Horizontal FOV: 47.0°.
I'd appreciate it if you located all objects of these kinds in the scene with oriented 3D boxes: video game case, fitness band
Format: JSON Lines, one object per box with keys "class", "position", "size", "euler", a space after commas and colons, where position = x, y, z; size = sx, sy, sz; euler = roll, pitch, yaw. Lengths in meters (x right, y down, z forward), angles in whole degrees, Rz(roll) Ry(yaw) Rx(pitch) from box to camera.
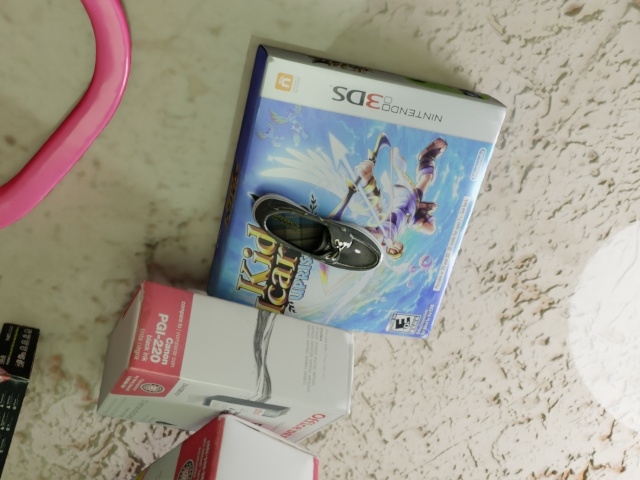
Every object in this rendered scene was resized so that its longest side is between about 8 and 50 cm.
{"class": "video game case", "position": [0.030, -0.037, 0.746], "size": [0.244, 0.061, 0.270], "euler": [8, 112, -16]}
{"class": "fitness band", "position": [-0.295, -0.132, 0.627], "size": [0.209, 0.054, 0.291], "euler": [39, 101, -26]}

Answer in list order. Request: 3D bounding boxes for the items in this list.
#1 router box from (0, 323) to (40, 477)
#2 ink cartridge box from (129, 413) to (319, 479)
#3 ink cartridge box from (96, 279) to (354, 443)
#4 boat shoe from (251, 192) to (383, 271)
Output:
{"class": "router box", "position": [-0.315, 0.158, 0.730], "size": [0.038, 0.092, 0.123], "euler": [16, 108, -19]}
{"class": "ink cartridge box", "position": [-0.144, 0.343, 0.726], "size": [0.131, 0.226, 0.306], "euler": [29, 131, -24]}
{"class": "ink cartridge box", "position": [-0.096, 0.132, 0.736], "size": [0.217, 0.092, 0.158], "euler": [14, 148, -20]}
{"class": "boat shoe", "position": [0.000, 0.000, 0.697], "size": [0.142, 0.040, 0.049], "euler": [23, 107, -21]}
